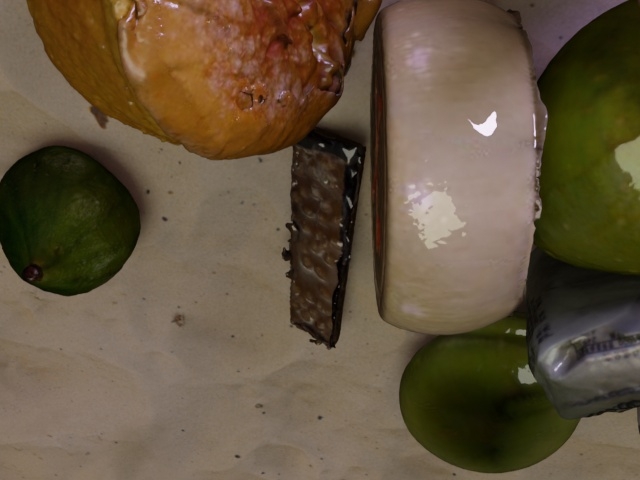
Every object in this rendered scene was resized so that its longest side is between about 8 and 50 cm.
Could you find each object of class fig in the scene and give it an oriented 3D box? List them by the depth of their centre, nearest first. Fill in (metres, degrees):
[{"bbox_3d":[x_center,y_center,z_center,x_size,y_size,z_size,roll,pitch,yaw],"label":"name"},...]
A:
[{"bbox_3d":[0.315,-0.083,0.909,0.258,0.258,0.326,27,152,-4],"label":"fig"},{"bbox_3d":[-0.349,0.003,1.177,0.203,0.235,0.203,5,127,7],"label":"fig"}]

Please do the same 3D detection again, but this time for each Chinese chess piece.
[{"bbox_3d":[0.123,-0.074,0.911,0.140,0.338,0.338,1,127,1],"label":"Chinese chess piece"}]

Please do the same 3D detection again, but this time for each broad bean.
[{"bbox_3d":[0.235,0.208,1.224,0.238,0.119,0.291,32,129,-8],"label":"broad bean"}]

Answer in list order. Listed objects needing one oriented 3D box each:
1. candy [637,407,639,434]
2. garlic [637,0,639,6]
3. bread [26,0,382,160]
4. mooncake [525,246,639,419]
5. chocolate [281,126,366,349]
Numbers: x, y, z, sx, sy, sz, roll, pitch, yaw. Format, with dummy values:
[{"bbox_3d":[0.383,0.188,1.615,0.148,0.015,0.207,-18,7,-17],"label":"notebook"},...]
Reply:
[{"bbox_3d":[0.475,0.190,1.106,0.195,0.137,0.185,-12,138,24],"label":"candy"},{"bbox_3d":[0.348,-0.173,0.718,0.245,0.164,0.145,43,123,13],"label":"garlic"},{"bbox_3d":[-0.100,-0.253,0.853,0.204,0.358,0.337,13,106,32],"label":"bread"},{"bbox_3d":[0.355,0.080,1.009,0.250,0.254,0.136,-23,118,33],"label":"mooncake"},{"bbox_3d":[0.006,-0.002,1.177,0.102,0.065,0.329,24,130,23],"label":"chocolate"}]
